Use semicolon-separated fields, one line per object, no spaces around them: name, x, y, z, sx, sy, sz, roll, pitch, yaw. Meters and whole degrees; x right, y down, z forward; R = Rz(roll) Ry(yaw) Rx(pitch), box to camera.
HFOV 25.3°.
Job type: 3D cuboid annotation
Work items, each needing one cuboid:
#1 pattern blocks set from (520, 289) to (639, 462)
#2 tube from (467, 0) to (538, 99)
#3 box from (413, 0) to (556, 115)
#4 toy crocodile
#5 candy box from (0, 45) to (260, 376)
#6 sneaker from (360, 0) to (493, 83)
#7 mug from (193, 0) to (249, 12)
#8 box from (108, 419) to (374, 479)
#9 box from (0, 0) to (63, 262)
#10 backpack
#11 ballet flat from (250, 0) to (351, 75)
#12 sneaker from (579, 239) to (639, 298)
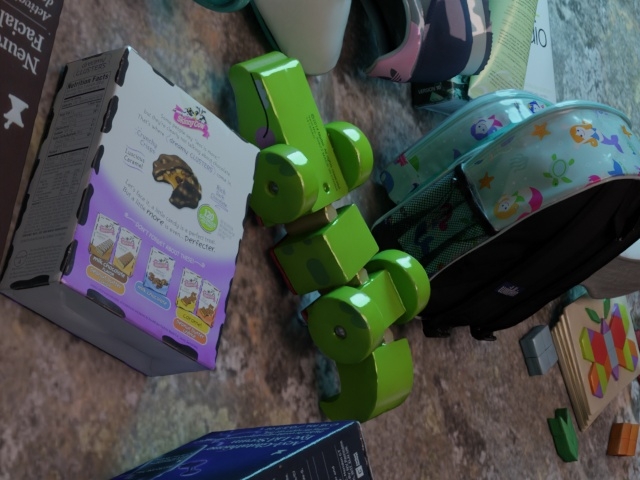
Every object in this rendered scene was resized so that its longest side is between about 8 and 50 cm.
pattern blocks set;0.339;0.129;1.728;0.325;0.026;0.285;-47;119;-47
tube;0.197;-0.244;1.508;0.070;0.062;0.240;12;73;-6
box;0.175;-0.289;1.576;0.232;0.058;0.321;6;76;-53
toy crocodile;0.000;0.000;1.246;0.115;0.105;0.340;-37;107;-51
candy box;-0.137;-0.019;1.076;0.165;0.070;0.196;37;54;-43
sneaker;0.065;-0.306;1.399;0.131;0.112;0.319;-14;81;-23
mug;-0.121;-0.262;1.132;0.129;0.097;0.157;5;79;-54
box;-0.075;0.213;1.035;0.207;0.153;0.108;-17;96;-55
box;-0.283;-0.070;0.833;0.191;0.143;0.381;33;58;-46
backpack;0.199;-0.037;1.388;0.225;0.253;0.191;11;54;-51
ballet flat;-0.026;-0.345;1.254;0.139;0.139;0.400;-29;106;-53
sneaker;0.306;-0.031;1.630;0.292;0.108;0.169;19;46;-58
